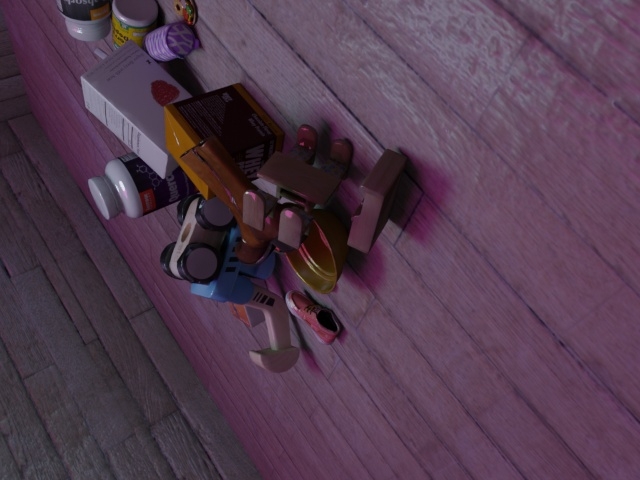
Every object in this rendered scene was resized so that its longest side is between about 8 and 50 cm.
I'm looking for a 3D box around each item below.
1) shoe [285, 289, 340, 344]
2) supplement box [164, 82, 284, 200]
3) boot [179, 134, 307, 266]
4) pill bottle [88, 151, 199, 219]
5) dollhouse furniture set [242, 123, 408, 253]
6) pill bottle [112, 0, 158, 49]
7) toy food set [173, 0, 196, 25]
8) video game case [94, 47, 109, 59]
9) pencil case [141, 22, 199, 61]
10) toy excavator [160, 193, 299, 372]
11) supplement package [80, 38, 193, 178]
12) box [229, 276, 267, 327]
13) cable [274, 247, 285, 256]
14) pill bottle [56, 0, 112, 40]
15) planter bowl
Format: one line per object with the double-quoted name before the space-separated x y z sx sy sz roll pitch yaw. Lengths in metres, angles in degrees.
"shoe" -0.017 0.185 1.484 0.178 0.063 0.081 48 148 15
"supplement box" -0.221 -0.229 1.312 0.191 0.194 0.129 50 149 22
"boot" -0.190 -0.071 1.199 0.280 0.096 0.264 43 156 -17
"pill bottle" -0.492 -0.179 1.677 0.181 0.323 0.181 40 146 35
"dollhouse furniture set" 0.010 -0.107 1.027 0.242 0.212 0.161 25 143 12
"pill bottle" -0.512 -0.572 1.584 0.117 0.117 0.208 57 152 9
"toy food set" -0.324 -0.559 1.381 0.083 0.020 0.082 58 152 9
"video game case" -0.578 -0.498 1.758 0.201 0.023 0.183 37 180 38
"pencil case" -0.386 -0.502 1.470 0.206 0.088 0.086 18 109 53
"toy excavator" -0.211 0.117 1.603 0.222 0.445 0.433 0 70 60
"supplement package" -0.460 -0.345 1.539 0.293 0.177 0.175 43 157 -4
"box" -0.230 0.163 1.789 0.130 0.091 0.170 20 130 52
"cable" -0.084 0.037 1.448 0.287 0.072 0.139 53 150 17
"pill bottle" -0.708 -0.749 1.713 0.162 0.162 0.278 50 151 22
"planter bowl" 0.000 0.000 1.253 0.217 0.090 0.217 41 146 35
